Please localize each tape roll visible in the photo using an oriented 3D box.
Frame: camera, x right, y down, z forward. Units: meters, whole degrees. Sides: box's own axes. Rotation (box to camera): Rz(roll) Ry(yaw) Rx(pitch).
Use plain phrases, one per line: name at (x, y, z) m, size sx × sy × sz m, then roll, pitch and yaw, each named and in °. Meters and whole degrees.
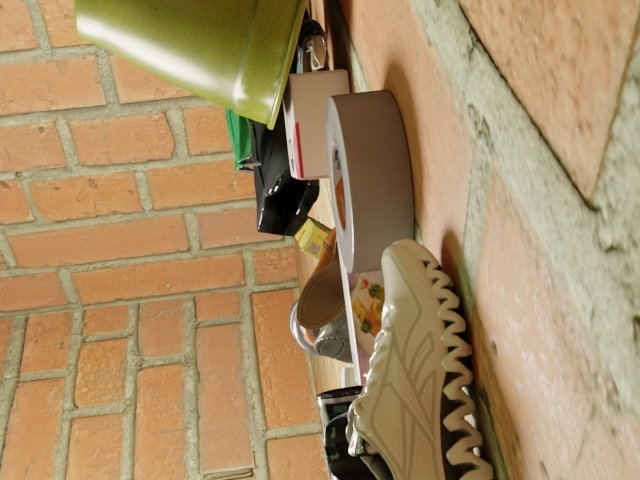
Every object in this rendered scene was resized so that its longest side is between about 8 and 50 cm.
tape roll at (0.056, -0.071, 0.956) m, size 0.219 × 0.072 × 0.219 m, roll 174°, pitch 90°, yaw -85°

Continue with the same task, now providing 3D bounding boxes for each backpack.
backpack at (0.067, 0.275, 1.056) m, size 0.084 × 0.114 × 0.105 m, roll 4°, pitch -103°, yaw -74°

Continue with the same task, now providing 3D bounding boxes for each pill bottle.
pill bottle at (0.001, 0.173, 1.646) m, size 0.246 × 0.130 × 0.130 m, roll 159°, pitch 104°, yaw -85°

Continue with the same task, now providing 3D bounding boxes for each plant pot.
plant pot at (-0.206, -0.406, 1.304) m, size 0.366 × 0.353 × 0.366 m, roll -166°, pitch 90°, yaw -84°

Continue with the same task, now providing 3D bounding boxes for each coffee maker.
coffee maker at (0.057, 0.318, 1.225) m, size 0.171 × 0.120 × 0.178 m, roll 102°, pitch 161°, yaw -79°

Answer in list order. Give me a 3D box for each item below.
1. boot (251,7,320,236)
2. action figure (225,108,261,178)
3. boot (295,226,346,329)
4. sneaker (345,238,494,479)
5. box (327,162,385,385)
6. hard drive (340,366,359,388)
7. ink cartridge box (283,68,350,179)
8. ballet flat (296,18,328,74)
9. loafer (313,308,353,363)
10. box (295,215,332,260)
boot at (-0.085, -0.281, 1.681) m, size 0.445 × 0.146 × 0.367 m, roll -97°, pitch 12°, yaw -46°
action figure at (-0.162, -0.259, 1.632) m, size 0.137 × 0.063 × 0.232 m, roll 150°, pitch 117°, yaw -63°
boot at (0.017, 0.052, 1.257) m, size 0.197 × 0.073 × 0.152 m, roll -58°, pitch 8°, yaw -7°
sneaker at (0.078, 0.136, 0.711) m, size 0.110 × 0.118 × 0.292 m, roll 90°, pitch 174°, yaw -68°
box at (0.062, 0.038, 1.095) m, size 0.067 × 0.063 × 0.324 m, roll 130°, pitch 133°, yaw -82°
hard drive at (0.061, 0.455, 1.524) m, size 0.233 × 0.047 × 0.353 m, roll 91°, pitch 180°, yaw -58°
ink cartridge box at (-0.006, -0.195, 1.362) m, size 0.237 × 0.100 × 0.172 m, roll -134°, pitch 39°, yaw -83°
ballet flat at (-0.012, -0.330, 1.517) m, size 0.070 × 0.070 × 0.188 m, roll -104°, pitch 5°, yaw -58°
loafer at (0.050, 0.137, 1.360) m, size 0.251 × 0.094 × 0.087 m, roll 108°, pitch -179°, yaw -57°
box at (0.000, 0.000, 1.605) m, size 0.058 × 0.087 × 0.232 m, roll -60°, pitch 10°, yaw 4°
